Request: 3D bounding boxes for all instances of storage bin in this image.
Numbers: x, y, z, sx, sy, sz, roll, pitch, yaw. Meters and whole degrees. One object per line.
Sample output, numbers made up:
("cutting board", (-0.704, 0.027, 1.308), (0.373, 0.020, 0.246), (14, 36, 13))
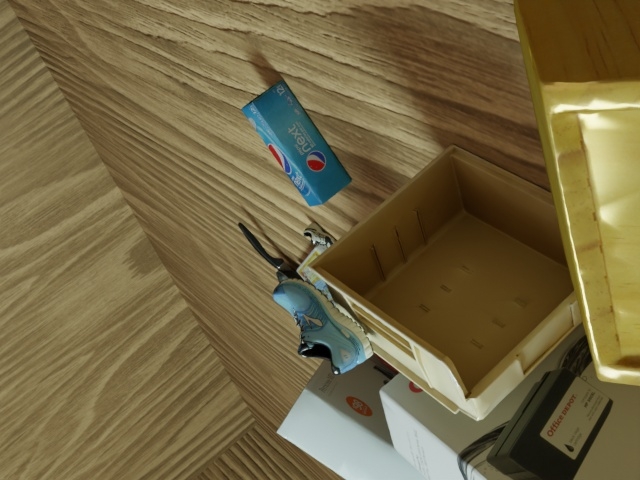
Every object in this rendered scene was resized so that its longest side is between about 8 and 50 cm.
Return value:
("storage bin", (0.175, 0.046, 1.078), (0.260, 0.262, 0.123), (34, 156, 41))

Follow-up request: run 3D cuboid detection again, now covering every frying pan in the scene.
("frying pan", (-0.076, 0.100, 2.100), (0.326, 0.053, 0.197), (50, 166, 19))

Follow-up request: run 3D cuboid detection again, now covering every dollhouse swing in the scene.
("dollhouse swing", (0.355, -0.075, 0.754), (0.315, 0.305, 0.347), (-86, -22, -49))

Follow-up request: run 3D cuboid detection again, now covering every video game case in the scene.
("video game case", (0.039, 0.113, 1.899), (0.206, 0.026, 0.227), (50, 162, 3))

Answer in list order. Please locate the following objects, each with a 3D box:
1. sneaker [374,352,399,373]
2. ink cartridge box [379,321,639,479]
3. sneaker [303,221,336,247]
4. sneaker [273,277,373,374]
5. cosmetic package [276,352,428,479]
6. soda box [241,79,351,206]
("sneaker", (0.128, 0.140, 1.516), (0.314, 0.136, 0.116), (46, 138, 21))
("ink cartridge box", (0.313, 0.253, 1.110), (0.395, 0.285, 0.166), (36, 155, 38))
("sneaker", (0.000, 0.000, 1.758), (0.083, 0.037, 0.032), (38, 156, 29))
("sneaker", (-0.011, 0.108, 1.103), (0.162, 0.073, 0.063), (37, 161, 34))
("cosmetic package", (0.109, 0.293, 1.427), (0.284, 0.097, 0.377), (31, -167, 5))
("soda box", (-0.041, -0.163, 1.491), (0.210, 0.071, 0.067), (55, 161, -11))
